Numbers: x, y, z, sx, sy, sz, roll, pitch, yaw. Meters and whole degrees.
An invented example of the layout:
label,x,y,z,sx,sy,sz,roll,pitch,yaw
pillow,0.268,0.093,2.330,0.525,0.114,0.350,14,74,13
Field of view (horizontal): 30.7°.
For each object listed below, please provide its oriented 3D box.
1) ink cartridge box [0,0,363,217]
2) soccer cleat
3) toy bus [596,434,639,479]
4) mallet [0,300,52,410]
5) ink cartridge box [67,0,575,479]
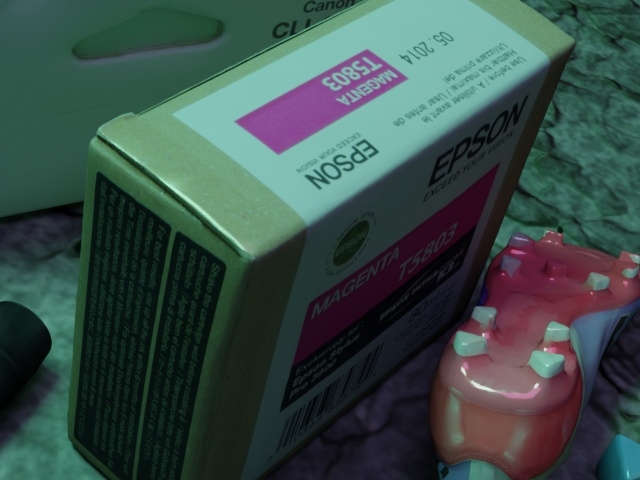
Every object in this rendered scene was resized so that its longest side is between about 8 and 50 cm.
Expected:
label,x,y,z,sx,sy,sz,roll,pitch,yaw
ink cartridge box,-0.184,-0.205,0.722,0.279,0.160,0.384,-14,51,-27
soccer cleat,0.112,0.062,0.604,0.083,0.095,0.248,16,20,18
toy bus,0.188,0.165,0.501,0.191,0.104,0.202,18,43,2
mallet,-0.218,0.025,0.573,0.190,0.039,0.062,29,46,18
ink cartridge box,0.000,0.000,0.547,0.088,0.193,0.235,38,48,21
